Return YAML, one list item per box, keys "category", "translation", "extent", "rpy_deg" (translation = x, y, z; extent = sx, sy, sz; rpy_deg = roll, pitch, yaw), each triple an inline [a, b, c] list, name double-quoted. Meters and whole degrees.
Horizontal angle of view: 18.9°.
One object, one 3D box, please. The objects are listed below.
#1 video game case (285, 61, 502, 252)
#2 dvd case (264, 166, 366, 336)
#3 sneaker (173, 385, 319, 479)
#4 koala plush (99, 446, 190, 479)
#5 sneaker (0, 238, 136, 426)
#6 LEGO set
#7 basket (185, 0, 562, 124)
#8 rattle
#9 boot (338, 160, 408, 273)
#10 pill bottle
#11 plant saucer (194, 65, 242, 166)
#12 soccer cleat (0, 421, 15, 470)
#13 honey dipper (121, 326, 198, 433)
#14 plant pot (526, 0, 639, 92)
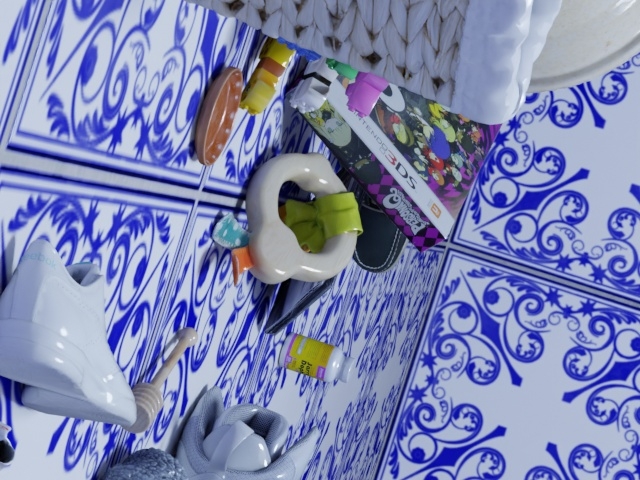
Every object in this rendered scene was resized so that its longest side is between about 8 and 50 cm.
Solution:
- category: "video game case"
  translation: [0.079, -0.131, 1.915]
  extent: [0.042, 0.210, 0.232]
  rpy_deg: [-30, -163, 35]
- category: "dvd case"
  translation: [0.000, 0.000, 1.981]
  extent: [0.221, 0.018, 0.164]
  rpy_deg: [138, -26, -67]
- category: "sneaker"
  translation: [-0.070, 0.264, 1.921]
  extent: [0.366, 0.137, 0.210]
  rpy_deg: [7, 104, -77]
- category: "koala plush"
  translation: [-0.087, 0.285, 1.620]
  extent: [0.203, 0.221, 0.196]
  rpy_deg: [94, 18, -55]
- category: "sneaker"
  translation: [-0.161, 0.063, 1.267]
  extent: [0.212, 0.080, 0.094]
  rpy_deg: [76, 22, -70]
- category: "LEGO set"
  translation: [-0.014, -0.139, 1.616]
  extent: [0.093, 0.087, 0.227]
  rpy_deg: [-61, -166, -8]
- category: "basket"
  translation: [0.069, -0.318, 1.271]
  extent: [0.328, 0.266, 0.331]
  rpy_deg: [96, 15, -51]
- category: "rattle"
  translation: [-0.065, 0.001, 1.801]
  extent: [0.199, 0.143, 0.130]
  rpy_deg: [-41, 118, -43]
- category: "boot"
  translation: [0.058, -0.067, 2.211]
  extent: [0.178, 0.085, 0.236]
  rpy_deg: [-31, 131, -72]
- category: "pill bottle"
  translation: [-0.003, 0.139, 2.232]
  extent: [0.043, 0.083, 0.043]
  rpy_deg: [18, 90, -80]
- category: "plant saucer"
  translation: [-0.084, -0.101, 1.556]
  extent: [0.083, 0.013, 0.083]
  rpy_deg: [18, 90, -80]
- category: "soccer cleat"
  translation: [-0.211, 0.139, 1.217]
  extent: [0.083, 0.035, 0.029]
  rpy_deg: [98, 14, -45]
- category: "honey dipper"
  translation: [-0.134, 0.115, 1.630]
  extent: [0.161, 0.030, 0.030]
  rpy_deg: [-58, 163, -64]
- category: "plant pot"
  translation: [0.167, -0.340, 1.757]
  extent: [0.334, 0.334, 0.305]
  rpy_deg: [-70, 159, -9]
